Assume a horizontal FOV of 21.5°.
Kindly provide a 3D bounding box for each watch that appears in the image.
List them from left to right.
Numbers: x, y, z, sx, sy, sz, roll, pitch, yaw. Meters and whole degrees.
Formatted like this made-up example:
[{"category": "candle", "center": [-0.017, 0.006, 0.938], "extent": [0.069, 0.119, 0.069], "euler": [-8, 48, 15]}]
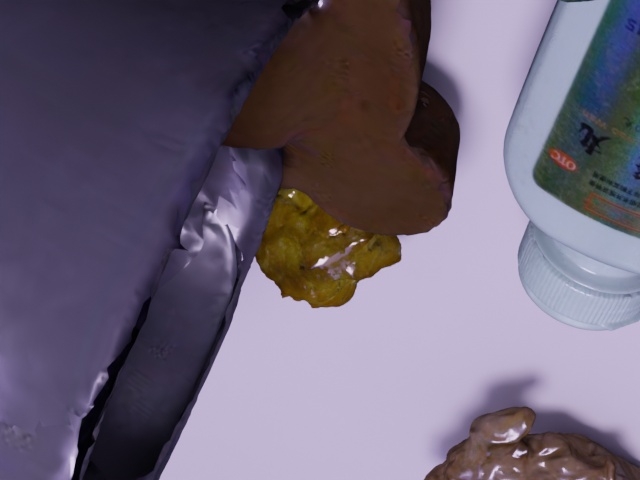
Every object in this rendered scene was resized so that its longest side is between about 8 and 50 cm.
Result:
[{"category": "watch", "center": [-0.108, -0.031, 0.651], "extent": [0.314, 0.327, 0.335], "euler": [22, 147, 2]}]

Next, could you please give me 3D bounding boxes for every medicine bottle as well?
[{"category": "medicine bottle", "center": [0.147, -0.055, 0.719], "extent": [0.121, 0.083, 0.229], "euler": [21, 137, 3]}]

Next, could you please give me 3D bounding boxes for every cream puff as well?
[{"category": "cream puff", "center": [0.000, 0.000, 0.854], "extent": [0.083, 0.058, 0.083], "euler": [4, 130, 23]}]

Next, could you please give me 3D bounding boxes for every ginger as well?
[{"category": "ginger", "center": [0.194, 0.183, 0.921], "extent": [0.290, 0.084, 0.122], "euler": [27, 130, -2]}]

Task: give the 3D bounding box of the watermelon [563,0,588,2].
[{"category": "watermelon", "center": [0.127, -0.223, 0.536], "extent": [0.193, 0.140, 0.257], "euler": [-17, 90, 25]}]
